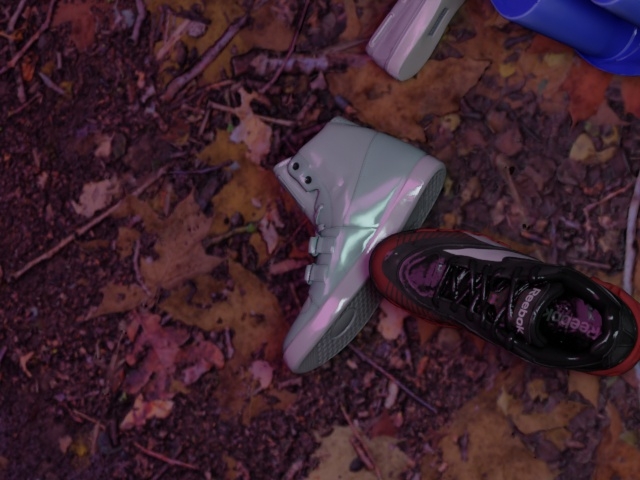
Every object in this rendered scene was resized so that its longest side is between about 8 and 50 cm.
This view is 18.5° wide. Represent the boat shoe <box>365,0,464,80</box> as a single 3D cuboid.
[{"bbox_3d":[0.109,-0.251,1.982,0.063,0.066,0.184,37,108,23],"label":"boat shoe"}]

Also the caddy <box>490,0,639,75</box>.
[{"bbox_3d":[0.290,-0.328,1.846,0.241,0.179,0.341,-2,82,47],"label":"caddy"}]

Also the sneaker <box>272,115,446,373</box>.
[{"bbox_3d":[0.000,0.000,1.972,0.151,0.094,0.256,30,86,19],"label":"sneaker"}]

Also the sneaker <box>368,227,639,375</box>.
[{"bbox_3d":[0.171,0.052,1.839,0.276,0.135,0.097,19,92,12],"label":"sneaker"}]
